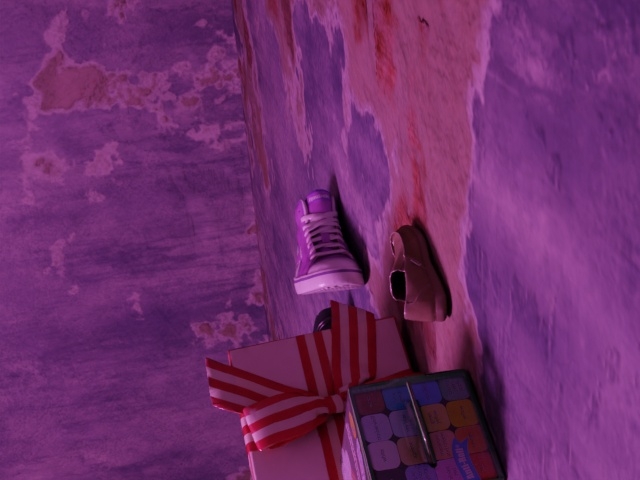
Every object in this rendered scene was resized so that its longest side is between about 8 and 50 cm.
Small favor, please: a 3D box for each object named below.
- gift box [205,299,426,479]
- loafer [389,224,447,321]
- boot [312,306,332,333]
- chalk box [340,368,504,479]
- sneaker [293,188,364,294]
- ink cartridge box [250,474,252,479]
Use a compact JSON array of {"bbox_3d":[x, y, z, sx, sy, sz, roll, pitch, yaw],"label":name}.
[{"bbox_3d":[0.000,0.242,1.274,0.258,0.255,0.276,91,161,-57],"label":"gift box"},{"bbox_3d":[0.098,0.034,1.091,0.148,0.050,0.056,-111,15,-54],"label":"loafer"},{"bbox_3d":[0.029,0.260,1.616,0.207,0.094,0.247,-102,15,-47],"label":"boot"},{"bbox_3d":[0.100,0.222,1.008,0.213,0.132,0.132,94,166,-52],"label":"chalk box"},{"bbox_3d":[-0.001,0.000,1.557,0.282,0.102,0.161,-164,68,-81],"label":"sneaker"},{"bbox_3d":[0.017,0.413,1.449,0.093,0.219,0.160,95,164,-45],"label":"ink cartridge box"}]
